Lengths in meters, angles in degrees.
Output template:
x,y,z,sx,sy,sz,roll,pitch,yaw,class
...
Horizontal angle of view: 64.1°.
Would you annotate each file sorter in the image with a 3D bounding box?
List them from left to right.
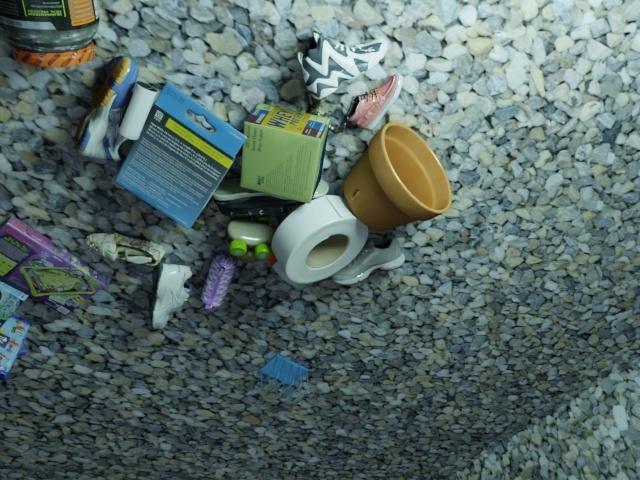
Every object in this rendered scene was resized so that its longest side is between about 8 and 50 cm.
x,y,z,sx,sy,sz,roll,pitch,yaw,class
-0.145,0.560,2.067,0.170,0.104,0.118,33,116,-29,file sorter

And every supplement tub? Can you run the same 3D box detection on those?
x,y,z,sx,sy,sz,roll,pitch,yaw,class
-0.577,-0.550,1.049,0.207,0.207,0.338,1,128,-10,supplement tub

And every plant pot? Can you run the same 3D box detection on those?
x,y,z,sx,sy,sz,roll,pitch,yaw,class
0.205,-0.160,1.458,0.290,0.291,0.203,31,135,-28,plant pot

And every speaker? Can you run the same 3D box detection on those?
x,y,z,sx,sy,sz,roll,pitch,yaw,class
-0.450,-0.319,1.254,0.055,0.055,0.136,22,112,-24,speaker

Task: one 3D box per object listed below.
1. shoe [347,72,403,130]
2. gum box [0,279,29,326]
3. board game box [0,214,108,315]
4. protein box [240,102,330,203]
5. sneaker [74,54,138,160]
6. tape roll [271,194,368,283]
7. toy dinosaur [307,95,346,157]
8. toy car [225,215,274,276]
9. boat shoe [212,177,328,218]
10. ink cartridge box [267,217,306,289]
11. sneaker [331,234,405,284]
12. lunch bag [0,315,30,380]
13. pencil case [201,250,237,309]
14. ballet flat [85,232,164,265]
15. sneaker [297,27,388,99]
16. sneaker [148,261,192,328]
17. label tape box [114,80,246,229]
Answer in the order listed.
x,y,z,sx,sy,sz,roll,pitch,yaw,class
0.145,-0.383,1.386,0.081,0.064,0.178,17,128,-27,shoe
-1.060,0.179,1.625,0.184,0.041,0.157,41,105,-20,gum box
-0.884,0.090,1.615,0.208,0.056,0.347,-30,127,20,board game box
-0.096,-0.237,1.384,0.201,0.136,0.200,14,127,5,protein box
-0.519,-0.334,1.314,0.131,0.112,0.296,14,128,-41,sneaker
0.000,0.000,1.531,0.286,0.100,0.286,-23,147,-16,tape roll
0.000,-0.298,1.435,0.118,0.064,0.268,19,125,-5,toy dinosaur
-0.237,0.021,1.603,0.148,0.155,0.188,10,140,-19,toy car
-0.145,-0.117,1.513,0.339,0.127,0.113,-5,129,-2,boat shoe
-0.087,0.049,1.703,0.224,0.056,0.181,35,115,-31,ink cartridge box
0.149,0.055,1.728,0.262,0.099,0.121,-21,121,-2,sneaker
-1.109,0.329,1.654,0.293,0.221,0.138,25,120,-26,lunch bag
-0.338,0.130,1.705,0.086,0.088,0.206,13,126,-16,pencil case
-0.610,0.030,1.589,0.240,0.077,0.091,8,127,-14,ballet flat
0.045,-0.478,1.274,0.235,0.094,0.153,-32,116,3,sneaker
-0.507,0.196,1.722,0.129,0.111,0.297,0,135,-28,sneaker
-0.363,-0.229,1.364,0.240,0.106,0.334,34,117,-11,label tape box
